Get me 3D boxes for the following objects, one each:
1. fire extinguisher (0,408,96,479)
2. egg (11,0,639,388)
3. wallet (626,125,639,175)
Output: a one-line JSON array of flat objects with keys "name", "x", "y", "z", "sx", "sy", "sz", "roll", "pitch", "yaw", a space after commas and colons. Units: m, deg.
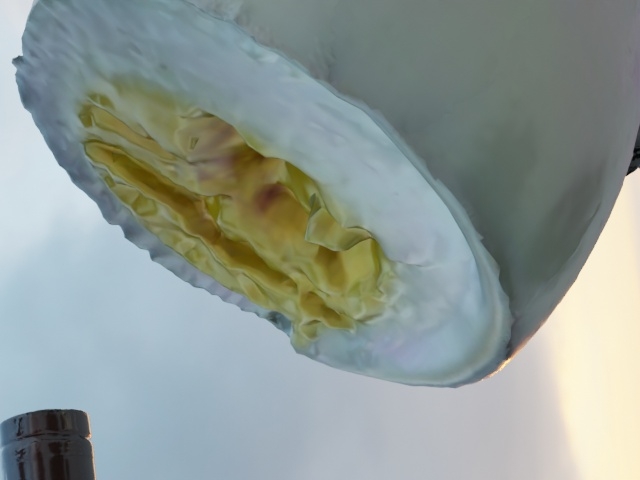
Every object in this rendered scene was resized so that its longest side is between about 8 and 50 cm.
[{"name": "fire extinguisher", "x": -0.259, "y": 0.347, "z": 1.149, "sx": 0.141, "sy": 0.105, "sz": 0.341, "roll": 78, "pitch": -179, "yaw": -70}, {"name": "egg", "x": 0.045, "y": -0.137, "z": 0.722, "sx": 0.340, "sy": 0.354, "sz": 0.354, "roll": -55, "pitch": -37, "yaw": -24}, {"name": "wallet", "x": 0.163, "y": -0.109, "z": 1.002, "sx": 0.321, "sy": 0.170, "sz": 0.044, "roll": 40, "pitch": 147, "yaw": 56}]
